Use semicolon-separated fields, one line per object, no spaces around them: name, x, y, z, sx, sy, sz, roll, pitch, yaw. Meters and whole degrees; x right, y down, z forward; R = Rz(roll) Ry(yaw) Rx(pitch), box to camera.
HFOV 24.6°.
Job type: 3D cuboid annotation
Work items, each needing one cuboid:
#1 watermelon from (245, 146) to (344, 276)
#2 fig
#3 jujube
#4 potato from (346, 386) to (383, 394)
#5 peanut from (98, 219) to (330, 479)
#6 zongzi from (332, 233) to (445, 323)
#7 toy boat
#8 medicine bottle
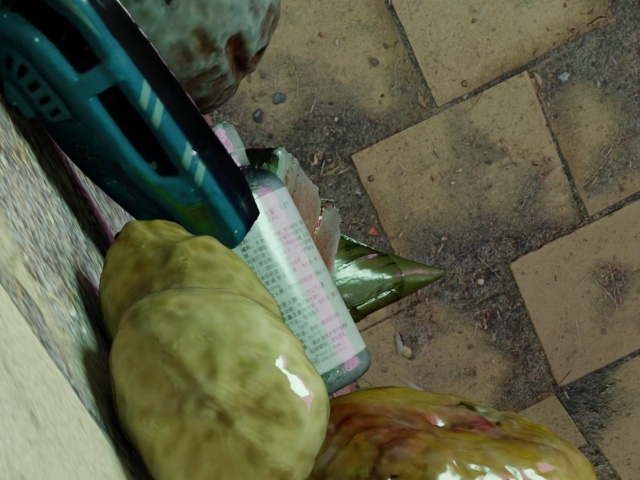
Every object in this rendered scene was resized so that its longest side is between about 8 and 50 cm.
watermelon;-0.067;-0.017;1.780;0.224;0.180;0.305;49;-2;19
fig;0.087;0.314;1.209;0.286;0.286;0.368;-95;-171;-87
jujube;-0.161;-0.217;1.304;0.246;0.215;0.308;39;-2;5
potato;0.076;0.286;1.698;0.143;0.169;0.248;125;-40;-50
peanut;-0.075;0.072;0.934;0.137;0.122;0.253;51;5;-30
zongzi;0.000;0.000;2.007;0.251;0.274;0.125;64;-6;9
toy boat;-0.170;-0.088;1.082;0.134;0.092;0.299;9;-36;48
medicine bottle;-0.071;0.029;1.497;0.293;0.141;0.141;64;1;1
